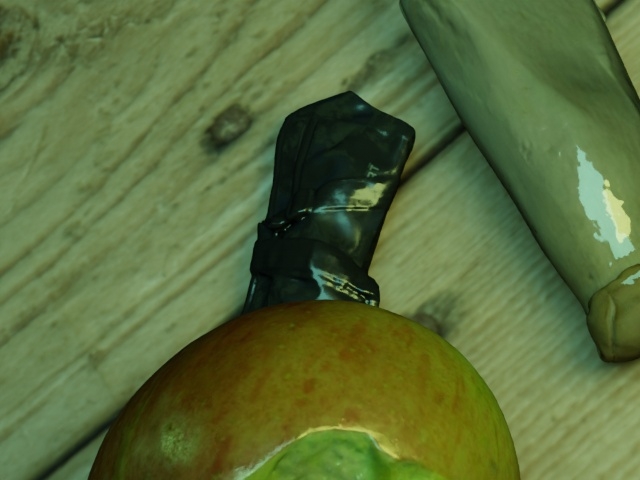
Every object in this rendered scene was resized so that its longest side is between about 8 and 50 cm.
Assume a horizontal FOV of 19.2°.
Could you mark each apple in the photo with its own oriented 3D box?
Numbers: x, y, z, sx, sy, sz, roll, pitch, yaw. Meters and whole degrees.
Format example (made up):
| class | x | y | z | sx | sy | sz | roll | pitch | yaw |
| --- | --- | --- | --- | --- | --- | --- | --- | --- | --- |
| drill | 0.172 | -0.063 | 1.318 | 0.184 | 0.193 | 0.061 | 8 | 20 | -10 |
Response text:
| class | x | y | z | sx | sy | sz | roll | pitch | yaw |
| --- | --- | --- | --- | --- | --- | --- | --- | --- | --- |
| apple | -0.005 | 0.204 | 1.441 | 0.339 | 0.339 | 0.340 | -5 | 65 | 12 |

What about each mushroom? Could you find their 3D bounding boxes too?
| class | x | y | z | sx | sy | sz | roll | pitch | yaw |
| --- | --- | --- | --- | --- | --- | --- | --- | --- | --- |
| mushroom | 0.211 | -0.090 | 1.632 | 0.154 | 0.137 | 0.407 | -8 | 61 | -37 |

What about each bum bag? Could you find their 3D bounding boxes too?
| class | x | y | z | sx | sy | sz | roll | pitch | yaw |
| --- | --- | --- | --- | --- | --- | --- | --- | --- | --- |
| bum bag | 0.000 | 0.000 | 1.677 | 0.137 | 0.074 | 0.310 | 2 | 65 | 26 |
